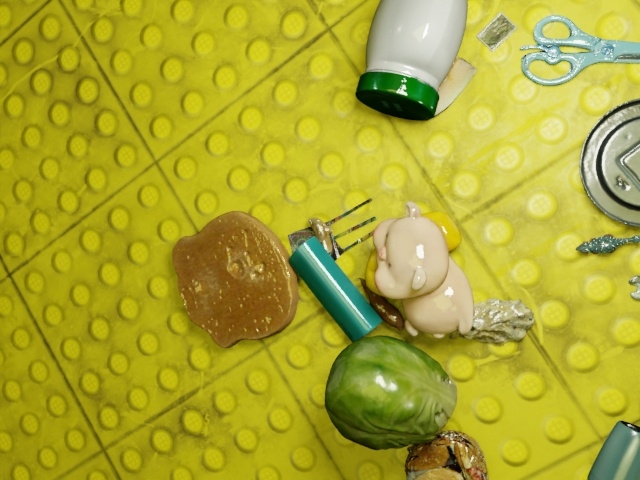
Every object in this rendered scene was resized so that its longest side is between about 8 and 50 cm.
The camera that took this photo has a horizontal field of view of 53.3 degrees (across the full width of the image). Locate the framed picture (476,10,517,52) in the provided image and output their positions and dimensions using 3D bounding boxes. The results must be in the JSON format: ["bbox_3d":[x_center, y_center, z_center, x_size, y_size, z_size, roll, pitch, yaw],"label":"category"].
[{"bbox_3d":[0.466,-0.552,1.687,0.089,0.007,0.066,-44,80,13],"label":"framed picture"}]

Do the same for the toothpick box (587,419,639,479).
[{"bbox_3d":[0.746,0.541,1.567,0.120,0.120,0.184,22,94,15],"label":"toothpick box"}]

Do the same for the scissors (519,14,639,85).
[{"bbox_3d":[0.705,-0.472,1.605,0.393,0.032,0.180,9,94,16],"label":"scissors"}]

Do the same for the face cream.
[{"bbox_3d":[0.233,-0.505,1.603,0.220,0.312,0.356,18,88,-13],"label":"face cream"}]

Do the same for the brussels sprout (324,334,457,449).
[{"bbox_3d":[0.183,0.393,1.643,0.355,0.281,0.289,17,132,-12],"label":"brussels sprout"}]

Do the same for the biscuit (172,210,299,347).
[{"bbox_3d":[-0.248,0.117,1.880,0.365,0.062,0.385,-26,84,17],"label":"biscuit"}]

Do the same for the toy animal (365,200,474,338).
[{"bbox_3d":[0.226,0.086,1.630,0.278,0.247,0.345,-14,78,20],"label":"toy animal"}]

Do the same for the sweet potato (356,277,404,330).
[{"bbox_3d":[0.164,0.174,1.768,0.056,0.056,0.195,-42,74,13],"label":"sweet potato"}]

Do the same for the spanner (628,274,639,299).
[{"bbox_3d":[0.917,0.137,1.561,0.302,0.017,0.071,7,93,15],"label":"spanner"}]

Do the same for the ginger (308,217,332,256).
[{"bbox_3d":[0.006,-0.001,1.803,0.057,0.044,0.137,-16,83,38],"label":"ginger"}]

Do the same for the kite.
[{"bbox_3d":[0.044,-0.012,1.816,0.286,0.015,0.152,-31,83,15],"label":"kite"}]

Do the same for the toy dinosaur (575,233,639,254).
[{"bbox_3d":[0.719,0.008,1.598,0.154,0.055,0.049,-12,84,19],"label":"toy dinosaur"}]

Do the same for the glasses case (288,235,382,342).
[{"bbox_3d":[0.032,0.142,1.766,0.301,0.070,0.117,50,138,7],"label":"glasses case"}]

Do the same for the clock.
[{"bbox_3d":[0.802,-0.188,1.564,0.319,0.066,0.318,0,91,16],"label":"clock"}]

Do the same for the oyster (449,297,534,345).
[{"bbox_3d":[0.452,0.212,1.673,0.209,0.072,0.132,9,96,14],"label":"oyster"}]

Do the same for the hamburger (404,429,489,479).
[{"bbox_3d":[0.337,0.620,1.697,0.231,0.107,0.230,2,96,17],"label":"hamburger"}]

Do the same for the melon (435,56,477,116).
[{"bbox_3d":[0.334,-0.399,1.692,0.054,0.098,0.182,41,119,23],"label":"melon"}]
